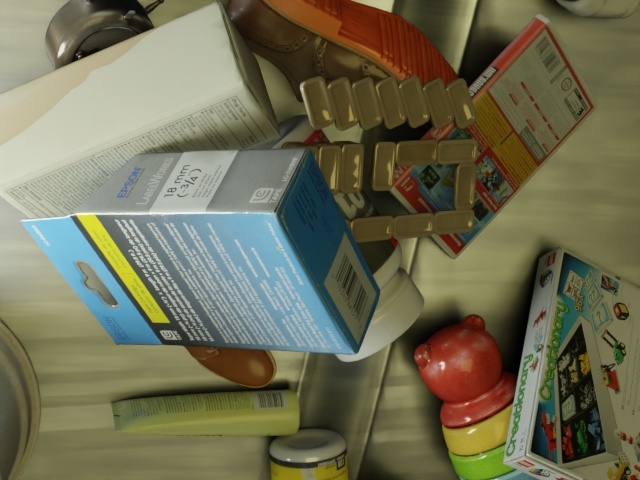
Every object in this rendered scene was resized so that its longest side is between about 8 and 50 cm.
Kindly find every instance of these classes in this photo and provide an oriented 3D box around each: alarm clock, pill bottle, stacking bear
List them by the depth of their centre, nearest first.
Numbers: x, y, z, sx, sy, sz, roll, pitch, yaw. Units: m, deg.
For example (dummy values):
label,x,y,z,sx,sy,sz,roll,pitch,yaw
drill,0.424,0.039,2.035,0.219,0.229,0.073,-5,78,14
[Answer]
label,x,y,z,sx,sy,sz,roll,pitch,yaw
alarm clock,-0.266,-0.215,1.393,0.129,0.064,0.192,3,134,-36
pill bottle,0.000,0.000,1.450,0.161,0.161,0.283,-36,104,-2
pill bottle,-0.011,0.350,1.540,0.103,0.103,0.184,-6,101,-9
stacking bear,0.229,0.241,1.544,0.175,0.164,0.289,-30,99,-4

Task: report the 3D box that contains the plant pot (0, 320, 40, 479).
label,x,y,z,sx,sy,sz,roll,pitch,yaw
plant pot,-0.478,0.240,1.314,0.334,0.305,0.334,-2,99,-17

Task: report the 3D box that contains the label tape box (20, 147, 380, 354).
label,x,y,z,sx,sy,sz,roll,pitch,yaw
label tape box,-0.131,0.015,1.314,0.333,0.106,0.240,0,138,28

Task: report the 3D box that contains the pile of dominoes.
label,x,y,z,sx,sy,sz,roll,pitch,yaw
pile of dominoes,0.074,-0.099,1.371,0.251,0.040,0.196,-5,106,-28

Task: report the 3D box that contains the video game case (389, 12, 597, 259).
label,x,y,z,sx,sy,sz,roll,pitch,yaw
video game case,0.222,-0.126,1.482,0.285,0.025,0.204,-47,140,0

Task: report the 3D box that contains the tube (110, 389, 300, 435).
label,x,y,z,sx,sy,sz,roll,pitch,yaw
tube,-0.149,0.226,1.508,0.240,0.070,0.062,1,63,-15

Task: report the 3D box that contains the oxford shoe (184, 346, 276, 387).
label,x,y,z,sx,sy,sz,roll,pitch,yaw
oxford shoe,-0.143,0.127,1.492,0.212,0.076,0.076,37,90,-16

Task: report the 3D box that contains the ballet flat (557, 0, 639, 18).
label,x,y,z,sx,sy,sz,roll,pitch,yaw
ballet flat,0.424,-0.466,1.477,0.139,0.139,0.400,21,100,-13

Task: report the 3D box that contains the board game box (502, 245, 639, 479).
label,x,y,z,sx,sy,sz,roll,pitch,yaw
board game box,0.353,0.181,1.514,0.193,0.053,0.305,27,59,-17

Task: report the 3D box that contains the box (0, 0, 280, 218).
label,x,y,z,sx,sy,sz,roll,pitch,yaw
box,-0.219,-0.138,1.345,0.311,0.148,0.121,-21,65,6

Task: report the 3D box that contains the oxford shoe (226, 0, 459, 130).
label,x,y,z,sx,sy,sz,roll,pitch,yaw
oxford shoe,0.044,-0.219,1.462,0.363,0.130,0.133,32,126,-21
